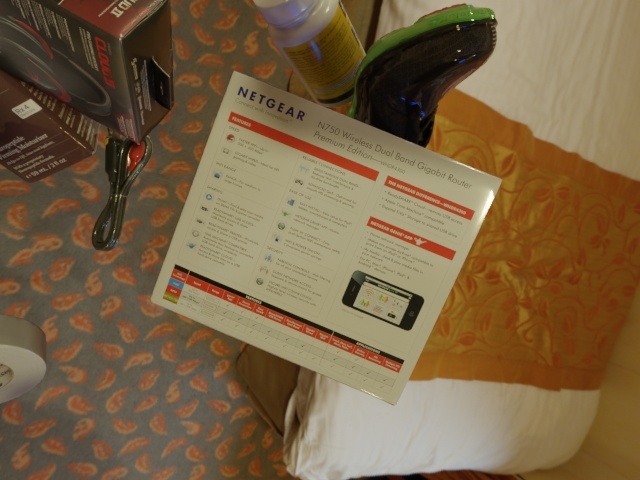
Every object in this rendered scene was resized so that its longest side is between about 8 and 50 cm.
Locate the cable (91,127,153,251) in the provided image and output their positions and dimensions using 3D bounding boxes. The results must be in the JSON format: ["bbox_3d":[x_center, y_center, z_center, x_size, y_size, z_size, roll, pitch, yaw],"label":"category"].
[{"bbox_3d":[-0.417,-0.118,0.862,0.140,0.072,0.286,1,89,17],"label":"cable"}]

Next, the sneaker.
[{"bbox_3d":[0.118,-0.152,0.660,0.185,0.483,0.202,-19,73,-32],"label":"sneaker"}]

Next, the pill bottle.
[{"bbox_3d":[-0.008,-0.321,0.634,0.119,0.119,0.208,-59,146,-5],"label":"pill bottle"}]

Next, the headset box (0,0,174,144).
[{"bbox_3d":[-0.340,-0.287,0.564,0.294,0.218,0.110,29,63,-6],"label":"headset box"}]

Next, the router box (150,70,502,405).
[{"bbox_3d":[0.000,0.000,0.509,0.336,0.082,0.300,23,97,2],"label":"router box"}]

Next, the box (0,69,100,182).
[{"bbox_3d":[-0.569,-0.255,0.774,0.169,0.166,0.203,-21,144,10],"label":"box"}]

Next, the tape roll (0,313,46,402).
[{"bbox_3d":[-0.654,0.234,0.762,0.219,0.072,0.219,-19,141,-16],"label":"tape roll"}]
